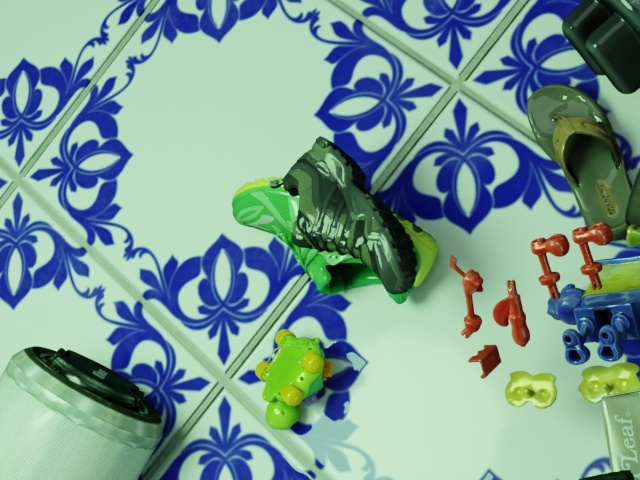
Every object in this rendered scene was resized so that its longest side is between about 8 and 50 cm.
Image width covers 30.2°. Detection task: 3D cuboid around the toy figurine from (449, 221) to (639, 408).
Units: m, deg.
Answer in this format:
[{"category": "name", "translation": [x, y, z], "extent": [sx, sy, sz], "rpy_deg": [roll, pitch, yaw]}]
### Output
[{"category": "toy figurine", "translation": [0.348, 0.040, 1.282], "extent": [0.363, 0.217, 0.191], "rpy_deg": [-12, 104, 39]}]

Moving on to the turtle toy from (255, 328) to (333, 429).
[{"category": "turtle toy", "translation": [-0.033, 0.179, 1.503], "extent": [0.130, 0.066, 0.095], "rpy_deg": [-58, 38, 3]}]

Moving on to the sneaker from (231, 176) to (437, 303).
[{"category": "sneaker", "translation": [0.000, 0.000, 1.517], "extent": [0.296, 0.109, 0.123], "rpy_deg": [18, 79, 28]}]

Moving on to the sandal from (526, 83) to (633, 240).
[{"category": "sandal", "translation": [0.314, -0.101, 1.427], "extent": [0.090, 0.060, 0.219], "rpy_deg": [-25, 66, 17]}]

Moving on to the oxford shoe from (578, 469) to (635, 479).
[{"category": "oxford shoe", "translation": [0.335, 0.251, 1.063], "extent": [0.227, 0.083, 0.096], "rpy_deg": [-13, 87, 24]}]

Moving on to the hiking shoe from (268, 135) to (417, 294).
[{"category": "hiking shoe", "translation": [0.029, -0.012, 1.429], "extent": [0.114, 0.086, 0.226], "rpy_deg": [-39, 62, 15]}]

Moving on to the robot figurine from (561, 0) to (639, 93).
[{"category": "robot figurine", "translation": [0.416, -0.304, 1.373], "extent": [0.278, 0.173, 0.209], "rpy_deg": [-43, 75, 8]}]

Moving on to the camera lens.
[{"category": "camera lens", "translation": [-0.351, 0.290, 1.533], "extent": [0.219, 0.219, 0.274], "rpy_deg": [29, 88, 29]}]

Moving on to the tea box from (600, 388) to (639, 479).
[{"category": "tea box", "translation": [0.468, 0.300, 1.144], "extent": [0.324, 0.220, 0.328], "rpy_deg": [-11, 70, 21]}]

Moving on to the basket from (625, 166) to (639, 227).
[{"category": "basket", "translation": [0.479, -0.059, 1.289], "extent": [0.227, 0.154, 0.204], "rpy_deg": [29, 106, 25]}]
